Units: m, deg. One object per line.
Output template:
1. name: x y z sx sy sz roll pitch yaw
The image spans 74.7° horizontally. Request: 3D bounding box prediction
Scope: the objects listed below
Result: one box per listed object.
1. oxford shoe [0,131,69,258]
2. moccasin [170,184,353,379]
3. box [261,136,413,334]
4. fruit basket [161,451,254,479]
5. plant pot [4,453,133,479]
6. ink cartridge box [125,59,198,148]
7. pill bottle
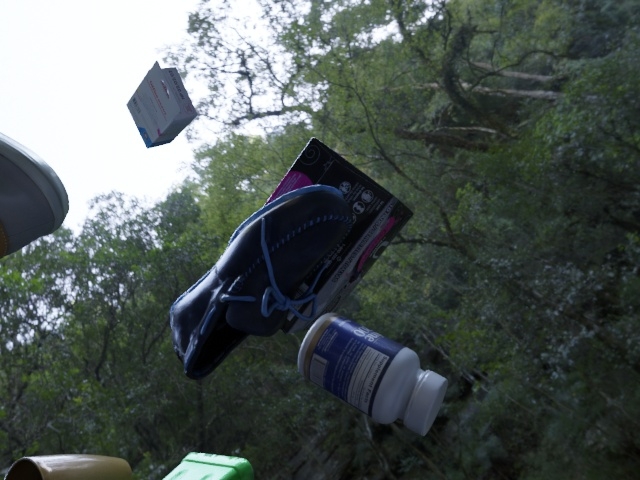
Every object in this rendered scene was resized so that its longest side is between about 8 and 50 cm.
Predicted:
1. oxford shoe: -0.505 -0.102 0.446 0.130 0.449 0.169 -64 -2 -46
2. moccasin: -0.073 0.073 0.538 0.137 0.117 0.342 12 -43 -39
3. box: 0.000 0.000 0.658 0.247 0.163 0.142 -53 -22 10
4. fruit basket: -0.239 0.722 1.054 0.392 0.282 0.392 25 -122 -50
5. plant pot: -0.630 0.658 1.080 0.254 0.237 0.237 18 -81 -55
6. ink cartridge box: -0.311 -0.269 0.834 0.061 0.181 0.104 -29 -83 -42
7. pill bottle: 0.045 0.116 0.368 0.067 0.120 0.067 -37 -42 -43
